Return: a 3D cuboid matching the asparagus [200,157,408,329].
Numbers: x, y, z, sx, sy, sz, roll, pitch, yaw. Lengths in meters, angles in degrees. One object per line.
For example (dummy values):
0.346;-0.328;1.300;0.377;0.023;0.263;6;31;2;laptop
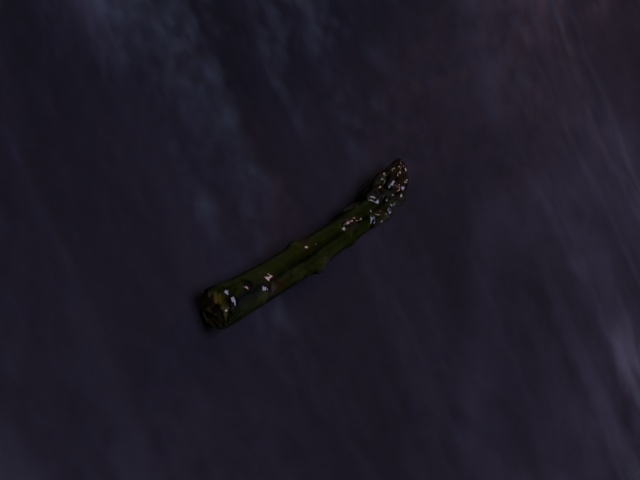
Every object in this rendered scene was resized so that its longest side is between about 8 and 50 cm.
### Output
0.000;0.000;0.580;0.114;0.014;0.015;-34;117;-52;asparagus
